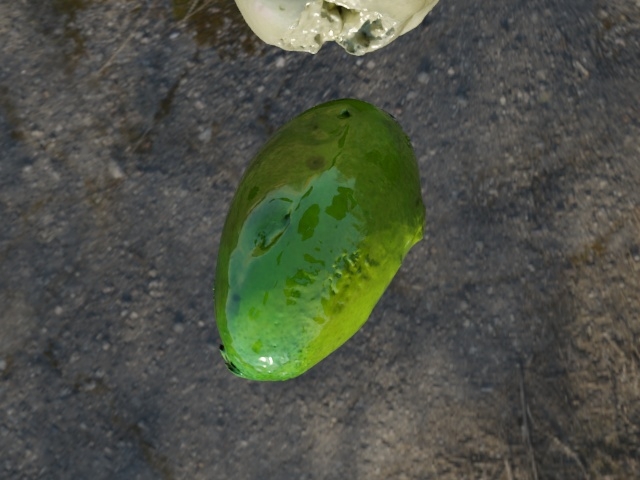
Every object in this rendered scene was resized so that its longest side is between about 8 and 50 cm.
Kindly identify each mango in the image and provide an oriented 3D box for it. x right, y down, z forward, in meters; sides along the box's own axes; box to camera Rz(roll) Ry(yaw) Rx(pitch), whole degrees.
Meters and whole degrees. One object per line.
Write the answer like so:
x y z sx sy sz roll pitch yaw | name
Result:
0.001 0.000 0.548 0.100 0.178 0.119 14 148 23 | mango

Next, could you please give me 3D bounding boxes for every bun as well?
0.027 -0.210 0.719 0.178 0.193 0.128 1 149 27 | bun
